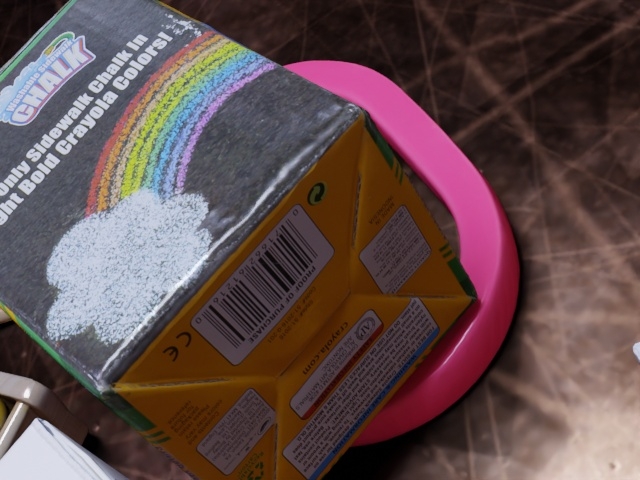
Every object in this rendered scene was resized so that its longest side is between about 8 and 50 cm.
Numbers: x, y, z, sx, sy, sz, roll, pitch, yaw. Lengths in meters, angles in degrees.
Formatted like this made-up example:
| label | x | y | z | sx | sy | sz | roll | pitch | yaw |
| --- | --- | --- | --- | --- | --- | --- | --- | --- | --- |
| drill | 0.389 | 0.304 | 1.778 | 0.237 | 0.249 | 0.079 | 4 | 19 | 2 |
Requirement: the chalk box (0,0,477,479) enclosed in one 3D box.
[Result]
| label | x | y | z | sx | sy | sz | roll | pitch | yaw |
| --- | --- | --- | --- | --- | --- | --- | --- | --- | --- |
| chalk box | -0.094 | -0.011 | 0.675 | 0.180 | 0.179 | 0.289 | -48 | 48 | -10 |

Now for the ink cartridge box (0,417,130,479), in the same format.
| label | x | y | z | sx | sy | sz | roll | pitch | yaw |
| --- | --- | --- | --- | --- | --- | --- | --- | --- | --- |
| ink cartridge box | -0.152 | 0.224 | 0.627 | 0.218 | 0.158 | 0.092 | -49 | 48 | -9 |

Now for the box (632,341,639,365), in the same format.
| label | x | y | z | sx | sy | sz | roll | pitch | yaw |
| --- | --- | --- | --- | --- | --- | --- | --- | --- | --- |
| box | 0.285 | 0.065 | 0.500 | 0.247 | 0.142 | 0.163 | -31 | 49 | 7 |

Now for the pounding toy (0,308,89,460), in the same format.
| label | x | y | z | sx | sy | sz | roll | pitch | yaw |
| --- | --- | --- | --- | --- | --- | --- | --- | --- | --- |
| pounding toy | -0.267 | 0.077 | 0.797 | 0.269 | 0.154 | 0.155 | 10 | 65 | 34 |

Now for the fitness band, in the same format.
| label | x | y | z | sx | sy | sz | roll | pitch | yaw |
| --- | --- | --- | --- | --- | --- | --- | --- | --- | --- |
| fitness band | 0.000 | 0.000 | 0.771 | 0.209 | 0.054 | 0.291 | -36 | 49 | 0 |
